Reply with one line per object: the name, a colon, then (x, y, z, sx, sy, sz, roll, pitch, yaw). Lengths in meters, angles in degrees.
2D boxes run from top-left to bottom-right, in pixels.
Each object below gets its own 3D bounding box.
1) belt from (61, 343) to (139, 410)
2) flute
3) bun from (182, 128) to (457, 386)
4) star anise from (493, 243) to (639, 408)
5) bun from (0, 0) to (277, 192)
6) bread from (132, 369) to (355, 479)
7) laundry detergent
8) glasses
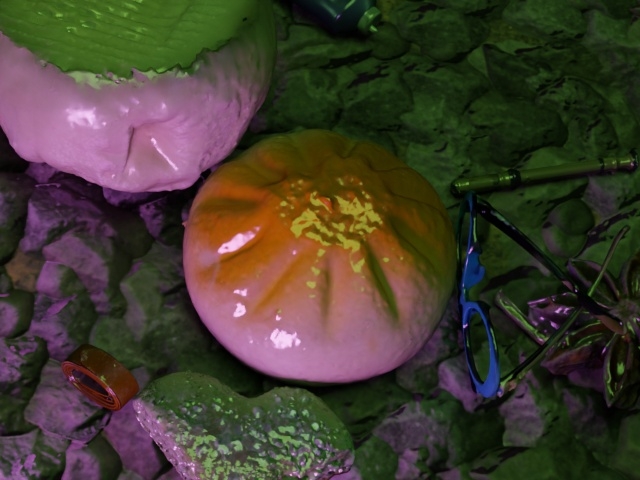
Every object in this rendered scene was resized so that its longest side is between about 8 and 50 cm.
belt: (-0.222, 0.135, 1.499, 0.083, 0.059, 0.036, 25, 53, 31)
flute: (0.262, -0.077, 1.737, 0.233, 0.027, 0.027, -9, 60, -14)
bun: (0.000, 0.000, 1.563, 0.299, 0.165, 0.299, 4, 56, -6)
star anise: (0.317, 0.089, 1.600, 0.262, 0.081, 0.230, -1, 53, 25)
bun: (-0.212, -0.194, 1.624, 0.360, 0.211, 0.359, 3, 44, -3)
bread: (-0.082, 0.209, 1.478, 0.232, 0.064, 0.172, 13, 55, 0)
laundry detergent: (-0.003, -0.320, 1.824, 0.206, 0.061, 0.097, 39, 58, 15)
glasses: (0.224, 0.038, 1.557, 0.207, 0.102, 0.239, -20, 55, 19)
